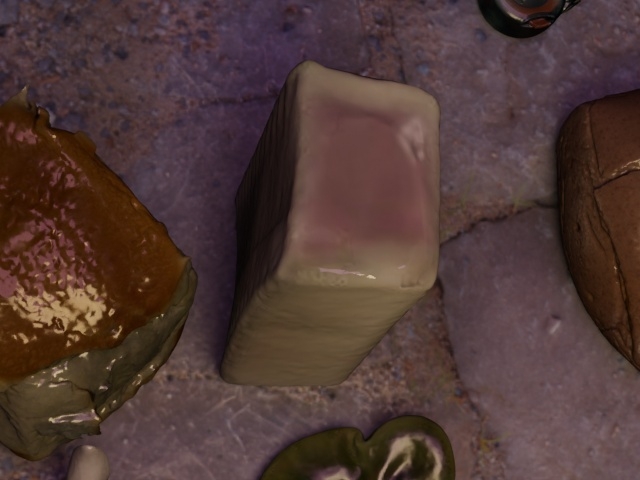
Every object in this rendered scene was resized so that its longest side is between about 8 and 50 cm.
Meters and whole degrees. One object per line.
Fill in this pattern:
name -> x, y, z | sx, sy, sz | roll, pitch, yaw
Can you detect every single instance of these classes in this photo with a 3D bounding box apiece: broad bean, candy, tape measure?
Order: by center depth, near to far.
candy -> 0.002, 0.003, 1.338 | 0.145, 0.359, 0.208 | 9, 68, -10
broad bean -> 0.039, 0.254, 1.437 | 0.206, 0.072, 0.153 | -26, 80, -6
tape measure -> 0.250, -0.283, 1.568 | 0.107, 0.180, 0.104 | -36, 102, -19

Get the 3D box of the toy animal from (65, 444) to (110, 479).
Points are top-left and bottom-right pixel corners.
toy animal -> -0.241, 0.280, 1.336 | 0.181, 0.127, 0.131 | -31, 77, -6

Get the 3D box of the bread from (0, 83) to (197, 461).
bread -> -0.269, 0.047, 1.333 | 0.279, 0.225, 0.250 | 44, 69, -2

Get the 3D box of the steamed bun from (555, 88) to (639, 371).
steamed bun -> 0.391, -0.029, 1.511 | 0.251, 0.199, 0.301 | -13, 79, -15
